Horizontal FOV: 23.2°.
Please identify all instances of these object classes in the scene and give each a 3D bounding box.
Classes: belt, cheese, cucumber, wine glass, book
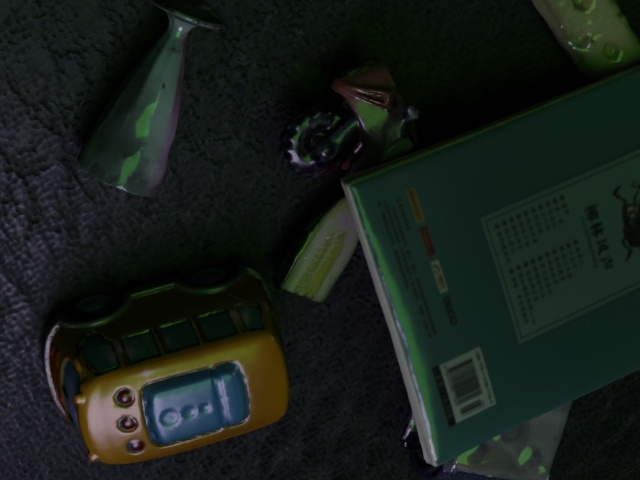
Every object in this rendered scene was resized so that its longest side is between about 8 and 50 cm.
[{"bbox_3d":[0.155,0.120,1.442,0.126,0.139,0.230,13,103,-25],"label":"belt"},{"bbox_3d":[0.226,-0.206,1.371,0.065,0.043,0.194,-45,120,-5],"label":"cheese"},{"bbox_3d":[0.000,0.000,1.390,0.067,0.035,0.107,21,106,-46],"label":"cucumber"},{"bbox_3d":[-0.136,-0.117,1.262,0.073,0.073,0.155,18,108,-26],"label":"wine glass"},{"bbox_3d":[0.219,0.006,1.362,0.379,0.031,0.264,-21,103,-21],"label":"book"}]

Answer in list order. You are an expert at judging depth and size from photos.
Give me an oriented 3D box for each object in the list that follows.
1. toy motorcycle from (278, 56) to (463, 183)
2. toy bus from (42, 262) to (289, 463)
[{"bbox_3d":[0.068,-0.086,1.348,0.213,0.084,0.118,18,106,-34],"label":"toy motorcycle"},{"bbox_3d":[-0.126,0.114,1.339,0.210,0.136,0.126,-14,118,-12],"label":"toy bus"}]
